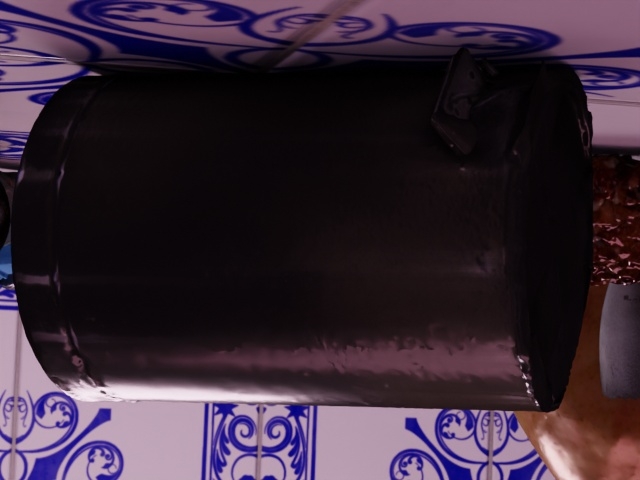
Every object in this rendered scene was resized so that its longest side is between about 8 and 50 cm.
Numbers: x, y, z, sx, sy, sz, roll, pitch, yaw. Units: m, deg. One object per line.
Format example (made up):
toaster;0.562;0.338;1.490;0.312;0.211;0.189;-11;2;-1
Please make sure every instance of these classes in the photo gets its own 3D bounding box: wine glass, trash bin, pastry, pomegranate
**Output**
wine glass;0.263;0.036;1.456;0.066;0.198;0.066;2;177;0
trash bin;0.000;0.000;1.019;0.302;0.203;0.252;0;140;21
pastry;0.224;-0.020;1.376;0.209;0.115;0.097;0;-171;-1
pomegranate;0.327;0.122;1.637;0.343;0.342;0.342;2;177;0

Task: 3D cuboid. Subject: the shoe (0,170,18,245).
shoe;-0.315;-0.038;1.672;0.079;0.078;0.195;2;-154;39

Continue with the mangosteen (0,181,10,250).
mangosteen;-0.342;-0.032;1.537;0.140;0.140;0.140;2;177;0

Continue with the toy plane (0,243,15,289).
toy plane;-0.402;0.006;2.281;0.271;0.105;0.254;5;164;33
